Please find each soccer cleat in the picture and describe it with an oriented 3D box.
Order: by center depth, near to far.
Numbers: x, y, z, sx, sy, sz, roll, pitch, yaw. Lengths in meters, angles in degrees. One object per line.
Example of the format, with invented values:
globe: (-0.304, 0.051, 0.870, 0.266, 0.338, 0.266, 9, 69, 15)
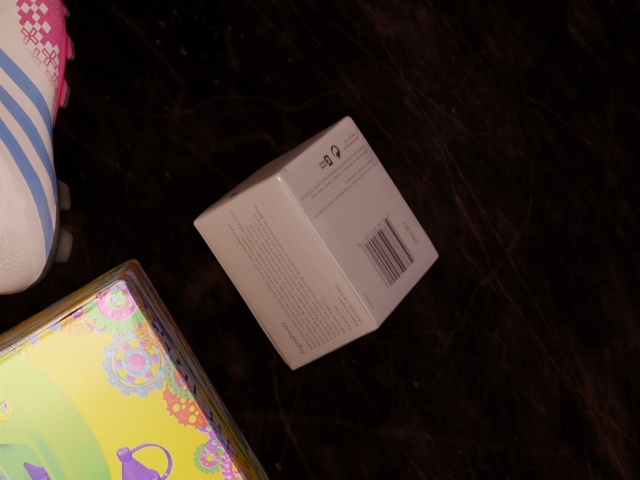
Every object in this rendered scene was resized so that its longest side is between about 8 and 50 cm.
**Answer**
soccer cleat: (-0.277, -0.117, 1.191, 0.143, 0.116, 0.331, 21, 50, -46)

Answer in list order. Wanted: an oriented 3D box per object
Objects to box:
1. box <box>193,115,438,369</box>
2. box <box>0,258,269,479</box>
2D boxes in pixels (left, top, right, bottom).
box: (0.000, 0.000, 1.487, 0.182, 0.119, 0.181, 57, 33, -7)
box: (-0.189, 0.160, 0.849, 0.177, 0.290, 0.279, 59, -4, -4)
